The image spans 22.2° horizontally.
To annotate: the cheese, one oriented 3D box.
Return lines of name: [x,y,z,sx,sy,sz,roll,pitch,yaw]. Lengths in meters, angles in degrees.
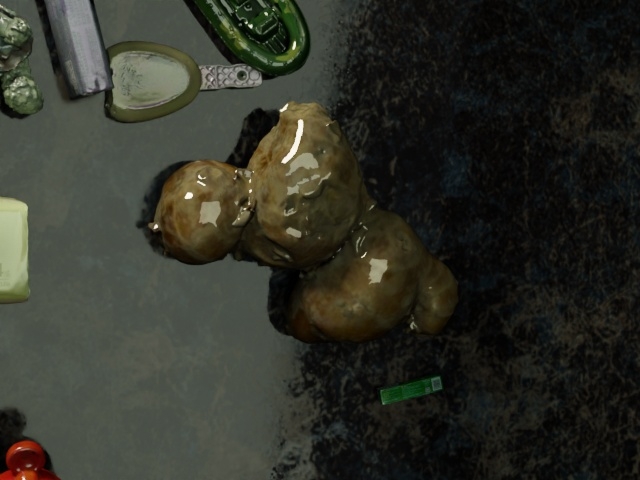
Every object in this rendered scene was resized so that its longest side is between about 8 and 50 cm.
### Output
cheese: [-0.164,-0.195,1.959,0.192,0.037,0.097,-5,94,-15]

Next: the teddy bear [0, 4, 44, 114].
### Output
teddy bear: [-0.386,-0.238,1.858,0.133,0.111,0.213,-12,118,23]

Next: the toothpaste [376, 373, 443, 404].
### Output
toothpaste: [0.113,0.187,2.056,0.083,0.017,0.020,-13,98,-14]

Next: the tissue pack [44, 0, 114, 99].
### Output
tissue pack: [-0.282,-0.244,1.886,0.051,0.112,0.156,-15,96,-14]

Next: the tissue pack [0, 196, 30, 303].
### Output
tissue pack: [-0.449,0.009,1.829,0.234,0.159,0.125,0,92,-14]

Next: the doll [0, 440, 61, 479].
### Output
doll: [-0.340,0.395,1.862,0.183,0.160,0.363,0,111,-16]

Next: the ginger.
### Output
ginger: [0.000,0.000,1.949,0.375,0.176,0.256,38,101,-15]

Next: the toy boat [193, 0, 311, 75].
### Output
toy boat: [-0.091,-0.289,1.964,0.104,0.052,0.210,-38,96,-13]
